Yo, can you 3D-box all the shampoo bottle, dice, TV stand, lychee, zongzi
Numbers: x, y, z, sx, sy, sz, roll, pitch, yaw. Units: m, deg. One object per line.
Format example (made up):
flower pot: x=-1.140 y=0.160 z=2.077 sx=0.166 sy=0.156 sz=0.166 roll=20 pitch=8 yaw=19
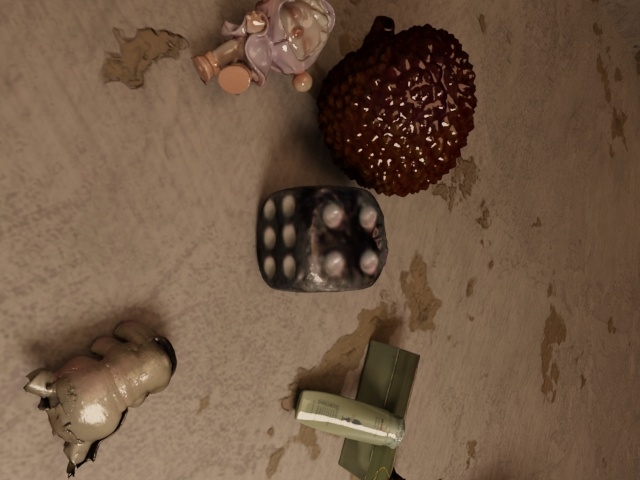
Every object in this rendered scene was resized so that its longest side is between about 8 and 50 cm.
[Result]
shampoo bottle: x=0.057 y=0.345 z=0.801 sx=0.212 sy=0.049 sz=0.072 roll=15 pitch=73 yaw=-3
dice: x=0.000 y=0.000 z=0.751 sx=0.183 sy=0.181 sz=0.182 roll=0 pitch=87 yaw=-36
TV stand: x=0.128 y=0.363 z=0.889 sx=0.082 sy=0.088 sz=0.270 roll=27 pitch=75 yaw=-34
lychee: x=0.141 y=-0.243 z=0.782 sx=0.306 sy=0.306 sz=0.330 roll=-35 pitch=117 yaw=-32
zongzi: x=0.159 y=0.538 z=0.917 sx=0.083 sy=0.073 sz=0.067 roll=-33 pitch=89 yaw=-34

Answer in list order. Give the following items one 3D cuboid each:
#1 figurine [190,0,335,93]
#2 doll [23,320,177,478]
figurine: x=-0.090 y=-0.350 z=0.732 sx=0.276 sy=0.133 sz=0.200 roll=-42 pitch=124 yaw=-25
doll: x=-0.294 y=0.206 z=0.579 sx=0.192 sy=0.095 sz=0.149 roll=-34 pitch=110 yaw=-35
